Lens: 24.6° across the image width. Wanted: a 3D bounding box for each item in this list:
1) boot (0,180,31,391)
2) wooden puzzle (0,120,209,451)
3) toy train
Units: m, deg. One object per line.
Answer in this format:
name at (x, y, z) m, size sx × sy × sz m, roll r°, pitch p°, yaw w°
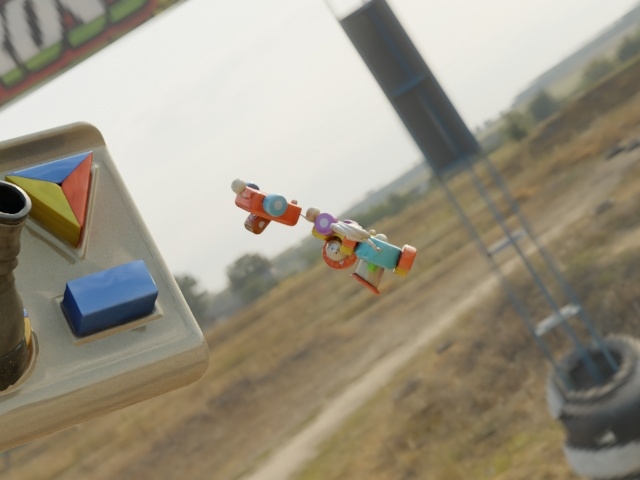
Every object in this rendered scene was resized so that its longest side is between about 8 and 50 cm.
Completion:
boot at (-0.308, 0.020, 0.949) m, size 0.246 × 0.161 × 0.083 m, roll -2°, pitch 38°, yaw -8°
wooden puzzle at (-0.325, 0.038, 1.637) m, size 0.322 × 0.348 × 0.080 m, roll -18°, pitch -20°, yaw -27°
toy train at (0.000, 0.000, 1.178) m, size 0.166 × 0.125 × 0.046 m, roll 25°, pitch 95°, yaw 52°
